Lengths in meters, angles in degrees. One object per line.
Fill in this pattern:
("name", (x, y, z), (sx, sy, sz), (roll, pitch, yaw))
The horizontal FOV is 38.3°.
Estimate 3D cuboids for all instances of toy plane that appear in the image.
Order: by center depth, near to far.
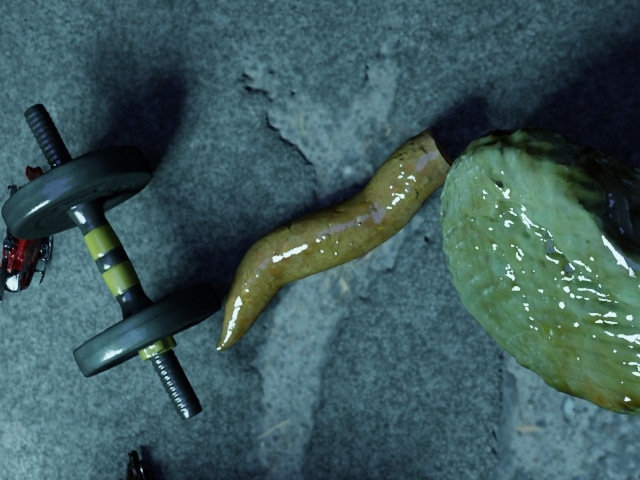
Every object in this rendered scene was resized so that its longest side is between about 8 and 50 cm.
("toy plane", (-0.301, -0.005, 0.932), (0.037, 0.060, 0.145), (9, 81, 15))

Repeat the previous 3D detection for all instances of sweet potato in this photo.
("sweet potato", (0.000, 0.000, 0.848), (0.281, 0.059, 0.067), (-33, 104, 17))

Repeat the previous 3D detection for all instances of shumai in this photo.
("shumai", (0.240, 0.001, 0.752), (0.204, 0.222, 0.272), (-30, 65, -27))

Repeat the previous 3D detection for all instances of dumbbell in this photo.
("dumbbell", (-0.194, 0.019, 0.859), (0.143, 0.143, 0.325), (-29, 86, 16))

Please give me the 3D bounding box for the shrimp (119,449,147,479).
("shrimp", (-0.196, 0.296, 0.937), (0.091, 0.034, 0.161), (-7, 94, 16))
